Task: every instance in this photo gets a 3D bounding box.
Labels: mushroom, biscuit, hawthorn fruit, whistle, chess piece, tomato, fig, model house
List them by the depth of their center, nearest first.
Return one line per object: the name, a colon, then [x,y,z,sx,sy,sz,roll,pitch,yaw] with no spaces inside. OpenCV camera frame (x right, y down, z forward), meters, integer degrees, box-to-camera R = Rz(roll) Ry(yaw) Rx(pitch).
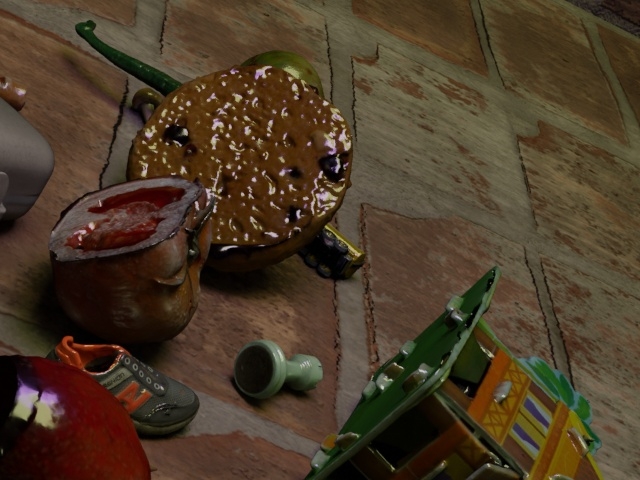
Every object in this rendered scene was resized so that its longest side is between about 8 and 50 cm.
hawthorn fruit: [-0.244,0.197,1.501,0.189,0.189,0.251,47,17,31]
tomato: [-0.197,0.034,1.844,0.181,0.155,0.214,-2,26,16]
model house: [0.188,0.246,1.883,0.313,0.242,0.357,47,24,-4]
chess piece: [-0.044,0.149,1.921,0.103,0.067,0.067,11,31,-53]
biscuit: [-0.101,-0.089,2.108,0.296,0.075,0.295,0,62,0]
whistle: [-0.474,-0.216,2.119,0.220,0.057,0.107,21,13,-29]
mushroom: [-0.168,-0.105,2.269,0.068,0.043,0.306,-20,55,-34]
fig: [-0.029,-0.183,2.494,0.245,0.149,0.149,35,18,-40]

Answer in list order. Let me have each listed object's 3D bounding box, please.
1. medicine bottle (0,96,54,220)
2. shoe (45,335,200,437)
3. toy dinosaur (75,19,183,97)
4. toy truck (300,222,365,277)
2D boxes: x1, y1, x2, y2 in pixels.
medicine bottle: [-0.465,-0.127,1.821,0.282,0.123,0.375,40,13,19]
shoe: [-0.203,0.147,1.731,0.194,0.077,0.074,13,31,-31]
toy dinosaur: [-0.171,-0.151,2.223,0.301,0.087,0.447,16,31,-21]
toy truck: [0.000,0.000,2.236,0.123,0.052,0.063,41,23,17]
